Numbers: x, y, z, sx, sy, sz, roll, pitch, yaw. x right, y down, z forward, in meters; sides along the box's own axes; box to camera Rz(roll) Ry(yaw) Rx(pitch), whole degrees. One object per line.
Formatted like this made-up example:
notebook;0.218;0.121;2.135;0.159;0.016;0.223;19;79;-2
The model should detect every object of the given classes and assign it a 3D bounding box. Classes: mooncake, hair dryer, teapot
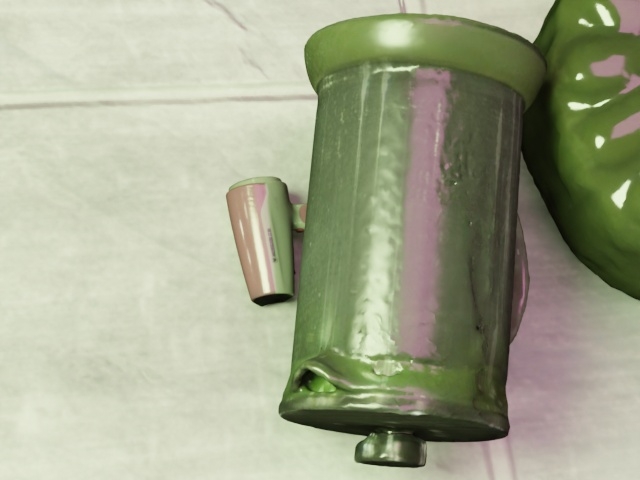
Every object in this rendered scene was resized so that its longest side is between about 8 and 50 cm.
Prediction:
mooncake;0.354;-0.117;1.280;0.356;0.194;0.356;2;77;-8
hair dryer;0.001;-0.007;1.264;0.154;0.054;0.106;-8;75;-20
teapot;0.086;0.017;1.189;0.270;0.200;0.337;22;69;-50
